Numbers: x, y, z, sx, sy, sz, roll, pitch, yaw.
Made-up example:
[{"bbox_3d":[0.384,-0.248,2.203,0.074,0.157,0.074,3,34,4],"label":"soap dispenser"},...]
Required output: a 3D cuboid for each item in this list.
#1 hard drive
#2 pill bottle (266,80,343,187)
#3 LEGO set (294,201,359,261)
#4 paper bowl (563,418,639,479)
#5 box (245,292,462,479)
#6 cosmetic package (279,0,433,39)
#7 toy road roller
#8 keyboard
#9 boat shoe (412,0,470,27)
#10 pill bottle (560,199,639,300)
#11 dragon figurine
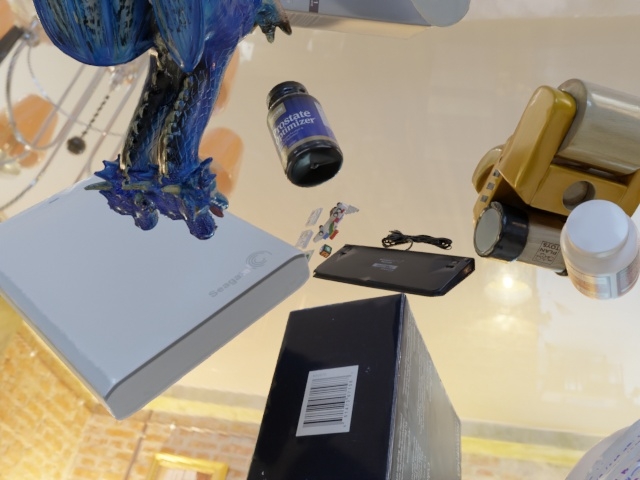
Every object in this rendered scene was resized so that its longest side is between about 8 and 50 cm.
[{"bbox_3d":[-0.188,0.019,0.616,0.308,0.203,0.040,26,-39,40],"label":"hard drive"},{"bbox_3d":[-0.041,-0.223,1.317,0.123,0.219,0.122,-14,-36,-10],"label":"pill bottle"},{"bbox_3d":[0.000,0.000,1.553,0.060,0.182,0.244,29,-14,-16],"label":"LEGO set"},{"bbox_3d":[0.301,0.267,0.526,0.284,0.284,0.148,35,-3,-24],"label":"paper bowl"},{"bbox_3d":[0.064,0.305,0.847,0.179,0.343,0.312,-12,-52,22],"label":"box"},{"bbox_3d":[0.030,-0.345,0.848,0.238,0.127,0.107,0,7,-12],"label":"cosmetic package"},{"bbox_3d":[0.370,-0.111,1.050,0.203,0.240,0.329,13,-61,-14],"label":"toy road roller"},{"bbox_3d":[0.149,0.040,1.217,0.317,0.201,0.033,7,-55,46],"label":"keyboard"},{"bbox_3d":[0.090,-0.336,0.707,0.078,0.070,0.219,-28,-64,19],"label":"boat shoe"},{"bbox_3d":[0.334,0.011,0.767,0.086,0.086,0.152,-5,-24,24],"label":"pill bottle"},{"bbox_3d":[-0.081,-0.133,0.313,0.085,0.144,0.289,9,-46,15],"label":"dragon figurine"}]
